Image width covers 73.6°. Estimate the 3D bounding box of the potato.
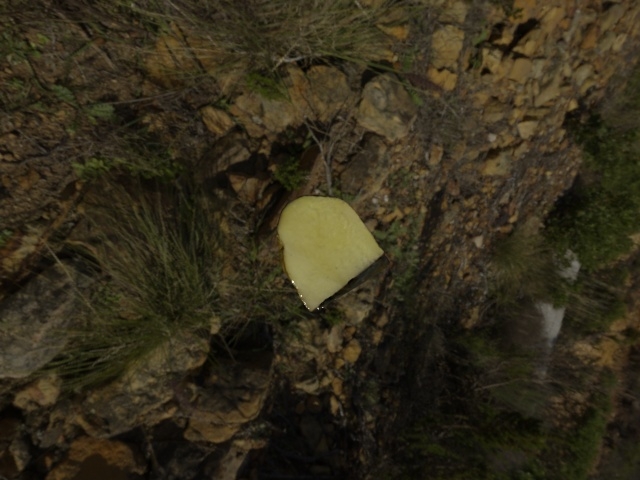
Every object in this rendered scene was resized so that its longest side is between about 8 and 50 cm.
[{"bbox_3d":[0.000,0.000,0.418,0.096,0.103,0.066,-30,-165,-14],"label":"potato"}]
